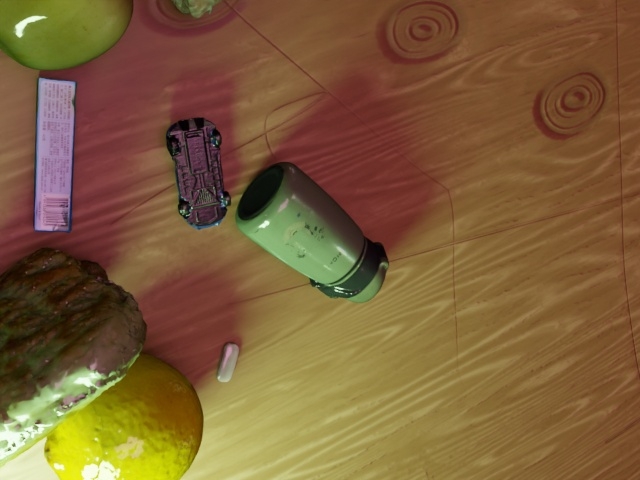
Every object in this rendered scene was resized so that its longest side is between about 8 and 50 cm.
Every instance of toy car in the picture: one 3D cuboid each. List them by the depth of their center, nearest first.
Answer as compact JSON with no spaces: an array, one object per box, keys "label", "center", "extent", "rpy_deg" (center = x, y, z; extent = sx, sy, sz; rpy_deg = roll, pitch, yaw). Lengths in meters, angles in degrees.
[{"label":"toy car","center":[-0.234,-0.128,1.323],"extent":[0.103,0.063,0.216],"rpy_deg":[-14,112,-21]}]

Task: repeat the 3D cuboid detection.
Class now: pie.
[{"label":"pie","center":[-0.468,0.193,1.085],"extent":[0.395,0.418,0.180],"rpy_deg":[-44,120,-9]}]

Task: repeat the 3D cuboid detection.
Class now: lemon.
[{"label":"lemon","center":[-0.350,0.338,1.250],"extent":[0.293,0.293,0.293],"rpy_deg":[-5,103,-24]}]

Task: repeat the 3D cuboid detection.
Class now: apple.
[{"label":"apple","center":[-0.430,-0.398,1.078],"extent":[0.262,0.262,0.262],"rpy_deg":[-5,103,-24]}]

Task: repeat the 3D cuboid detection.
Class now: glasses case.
[{"label":"glasses case","center":[-0.193,0.254,1.442],"extent":[0.032,0.021,0.083],"rpy_deg":[13,95,-29]}]

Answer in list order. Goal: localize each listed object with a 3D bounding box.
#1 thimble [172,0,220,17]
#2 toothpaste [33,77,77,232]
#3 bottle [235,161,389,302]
[{"label":"thimble","center":[-0.242,-0.511,1.174],"extent":[0.148,0.196,0.229],"rpy_deg":[-42,144,-8]},{"label":"toothpaste","center":[-0.467,-0.147,1.218],"extent":[0.065,0.050,0.267],"rpy_deg":[1,100,-24]},{"label":"bottle","center":[-0.001,0.002,1.405],"extent":[0.347,0.168,0.168],"rpy_deg":[40,83,-31]}]
